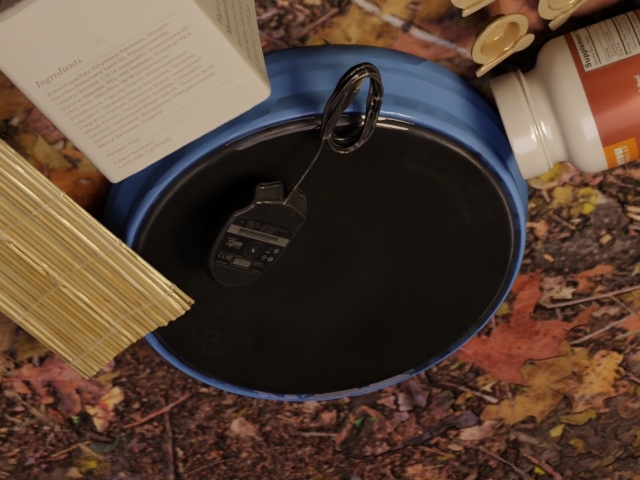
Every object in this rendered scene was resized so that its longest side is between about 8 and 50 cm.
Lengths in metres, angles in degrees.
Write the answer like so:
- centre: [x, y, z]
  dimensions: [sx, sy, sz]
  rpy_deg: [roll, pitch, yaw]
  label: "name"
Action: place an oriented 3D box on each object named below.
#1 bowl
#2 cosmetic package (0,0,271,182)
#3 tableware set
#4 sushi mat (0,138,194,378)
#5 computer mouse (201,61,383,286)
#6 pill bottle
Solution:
- centre: [0.000, 0.000, 1.553]
  dimensions: [0.391, 0.077, 0.391]
  rpy_deg: [-5, 134, -6]
  label: "bowl"
- centre: [-0.153, -0.176, 1.300]
  dimensions: [0.151, 0.151, 0.184]
  rpy_deg: [-28, 133, 15]
  label: "cosmetic package"
- centre: [0.170, -0.202, 1.377]
  dimensions: [0.141, 0.020, 0.169]
  rpy_deg: [-32, 153, -5]
  label: "tableware set"
- centre: [-0.267, -0.006, 1.476]
  dimensions: [0.151, 0.019, 0.316]
  rpy_deg: [-31, 119, 33]
  label: "sushi mat"
- centre: [-0.025, -0.056, 1.420]
  dimensions: [0.071, 0.041, 0.242]
  rpy_deg: [19, 121, -37]
  label: "computer mouse"
- centre: [0.258, -0.128, 1.446]
  dimensions: [0.216, 0.121, 0.121]
  rpy_deg: [-19, 134, 8]
  label: "pill bottle"
